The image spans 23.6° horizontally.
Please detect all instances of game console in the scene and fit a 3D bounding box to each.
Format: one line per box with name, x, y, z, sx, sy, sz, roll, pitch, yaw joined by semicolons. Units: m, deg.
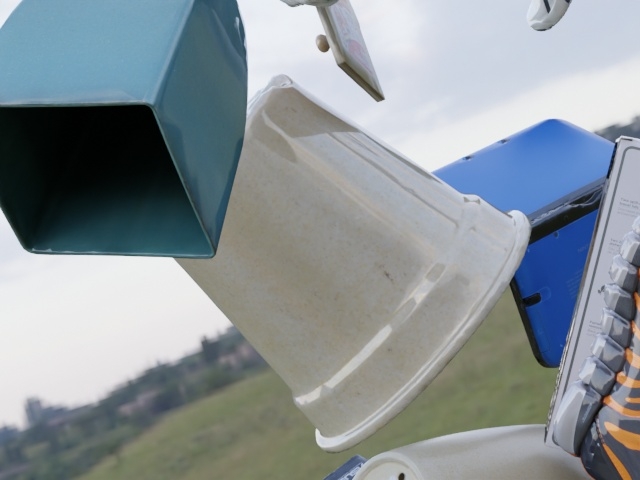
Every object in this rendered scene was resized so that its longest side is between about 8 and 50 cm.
game console;0.289;-0.006;1.903;0.293;0.250;0.173;-25;10;-33

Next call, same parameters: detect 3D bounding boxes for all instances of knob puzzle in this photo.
knob puzzle;0.003;-0.245;1.576;0.030;0.213;0.213;-22;-5;13

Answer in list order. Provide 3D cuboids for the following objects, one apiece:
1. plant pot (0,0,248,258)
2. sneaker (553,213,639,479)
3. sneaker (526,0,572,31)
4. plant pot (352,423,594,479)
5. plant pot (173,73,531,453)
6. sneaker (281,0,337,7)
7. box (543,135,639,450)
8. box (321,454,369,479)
plant pot;-0.149;-0.129;1.203;0.165;0.234;0.166;1;-40;18
sneaker;0.315;0.096;1.228;0.124;0.180;0.321;-19;-44;-35
sneaker;0.312;-0.418;2.218;0.153;0.094;0.235;23;-38;-3
plant pot;0.164;0.285;1.487;0.274;0.257;0.256;17;-27;-37
plant pot;0.000;0.000;1.627;0.334;0.305;0.334;-47;8;9
sneaker;0.017;-0.264;1.392;0.110;0.118;0.292;11;5;-35
box;0.318;0.063;1.398;0.169;0.290;0.087;13;5;8
box;0.001;0.459;2.119;0.270;0.216;0.060;-33;28;-25
